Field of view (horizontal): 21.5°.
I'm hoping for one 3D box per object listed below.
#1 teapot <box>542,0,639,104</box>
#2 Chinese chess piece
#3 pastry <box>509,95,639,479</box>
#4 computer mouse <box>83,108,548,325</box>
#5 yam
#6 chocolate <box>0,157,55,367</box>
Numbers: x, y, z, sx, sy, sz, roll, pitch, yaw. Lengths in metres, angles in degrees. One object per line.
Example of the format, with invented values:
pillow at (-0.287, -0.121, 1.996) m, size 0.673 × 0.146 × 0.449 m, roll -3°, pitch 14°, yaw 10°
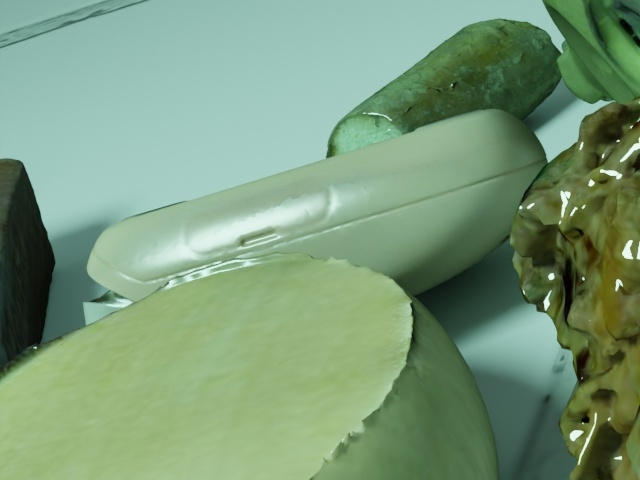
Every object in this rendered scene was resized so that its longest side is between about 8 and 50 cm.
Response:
teapot at (0.208, -0.169, 0.829) m, size 0.239 × 0.239 × 0.321 m, roll -38°, pitch 28°, yaw 5°
Chinese chess piece at (-0.053, 0.104, 0.675) m, size 0.250 × 0.103 × 0.250 m, roll -21°, pitch 23°, yaw 9°
pastry at (0.163, -0.004, 0.495) m, size 0.193 × 0.275 × 0.275 m, roll 27°, pitch 40°, yaw 7°
computer mouse at (0.000, 0.000, 0.836) m, size 0.236 × 0.082 × 0.145 m, roll -17°, pitch 3°, yaw 15°
yam at (0.071, -0.076, 0.972) m, size 0.146 × 0.069 × 0.070 m, roll -39°, pitch 26°, yaw -23°
chocolate at (-0.220, 0.046, 0.975) m, size 0.112 × 0.112 × 0.321 m, roll -17°, pitch 23°, yaw 1°
